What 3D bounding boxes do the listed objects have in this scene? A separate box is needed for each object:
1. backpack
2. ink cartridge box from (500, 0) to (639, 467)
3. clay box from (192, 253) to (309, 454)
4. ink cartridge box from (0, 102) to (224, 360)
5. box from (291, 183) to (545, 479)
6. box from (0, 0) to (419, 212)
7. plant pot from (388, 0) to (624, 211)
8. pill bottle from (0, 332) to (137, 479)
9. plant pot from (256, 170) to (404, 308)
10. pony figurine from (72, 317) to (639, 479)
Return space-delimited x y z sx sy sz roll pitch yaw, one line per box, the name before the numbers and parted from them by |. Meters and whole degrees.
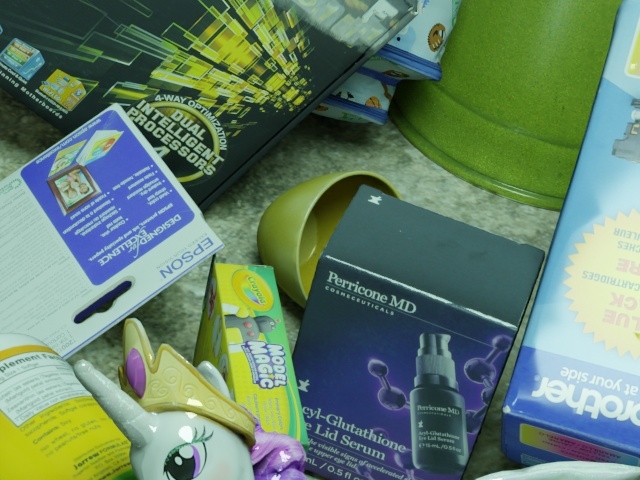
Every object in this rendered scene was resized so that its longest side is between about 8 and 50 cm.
backpack | 0.004 -0.230 1.465 0.276 0.213 0.263 8 1 -29
ink cartridge box | 0.290 0.053 1.053 0.270 0.151 0.395 15 73 13
clay box | -0.058 0.116 1.111 0.053 0.127 0.222 5 37 -13
ink cartridge box | -0.199 0.012 1.194 0.206 0.045 0.208 -35 50 -6
box | 0.062 0.086 1.121 0.153 0.207 0.108 20 36 8
box | -0.161 -0.235 1.264 0.395 0.318 0.097 38 29 -21
plant pot | 0.279 -0.276 1.559 0.366 0.353 0.366 9 36 -6
pill bottle | -0.203 0.149 1.011 0.245 0.136 0.136 37 42 29
plant pot | 0.000 0.000 1.304 0.134 0.134 0.095 -20 21 -37
pony figurine | 0.011 0.238 0.845 0.351 0.303 0.363 17 55 -37
